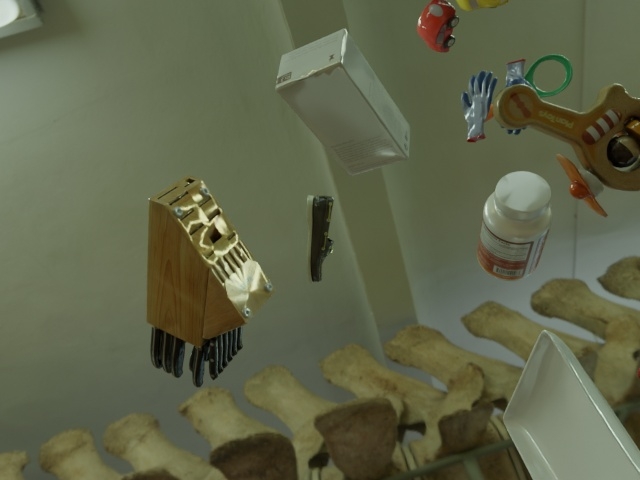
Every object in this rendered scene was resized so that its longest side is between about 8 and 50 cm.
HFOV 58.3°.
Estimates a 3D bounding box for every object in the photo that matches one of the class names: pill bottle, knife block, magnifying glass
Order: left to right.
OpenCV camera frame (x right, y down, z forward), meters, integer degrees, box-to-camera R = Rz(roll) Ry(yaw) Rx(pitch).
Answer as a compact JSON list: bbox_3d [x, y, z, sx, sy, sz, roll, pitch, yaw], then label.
[{"bbox_3d":[-0.202,0.076,0.830,0.242,0.088,0.275,-24,-75,33],"label":"knife block"},{"bbox_3d":[0.361,-0.025,1.068,0.121,0.121,0.216,-11,-35,1],"label":"pill bottle"},{"bbox_3d":[0.479,-0.351,1.353,0.231,0.026,0.092,-30,-91,33],"label":"magnifying glass"}]

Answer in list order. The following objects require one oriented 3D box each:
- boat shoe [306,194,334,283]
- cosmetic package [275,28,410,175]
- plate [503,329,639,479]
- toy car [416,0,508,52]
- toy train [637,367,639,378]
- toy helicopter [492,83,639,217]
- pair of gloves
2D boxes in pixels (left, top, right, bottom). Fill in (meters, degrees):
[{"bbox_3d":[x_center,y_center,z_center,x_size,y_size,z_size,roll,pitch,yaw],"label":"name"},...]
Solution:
[{"bbox_3d":[0.000,0.000,1.444,0.069,0.081,0.227,0,-76,0],"label":"boat shoe"},{"bbox_3d":[0.043,-0.209,0.909,0.118,0.085,0.231,-13,-38,28],"label":"cosmetic package"},{"bbox_3d":[0.361,0.304,0.796,0.045,0.277,0.277,-12,-43,-10],"label":"plate"},{"bbox_3d":[0.180,-0.430,0.926,0.053,0.239,0.224,-34,-85,-15],"label":"toy car"},{"bbox_3d":[0.767,0.230,1.175,0.105,0.143,0.247,-22,-51,-23],"label":"toy train"},{"bbox_3d":[0.488,-0.188,1.081,0.356,0.140,0.234,19,-82,-3],"label":"toy helicopter"},{"bbox_3d":[0.378,-0.294,1.218,0.023,0.198,0.159,2,-92,-34],"label":"pair of gloves"}]
